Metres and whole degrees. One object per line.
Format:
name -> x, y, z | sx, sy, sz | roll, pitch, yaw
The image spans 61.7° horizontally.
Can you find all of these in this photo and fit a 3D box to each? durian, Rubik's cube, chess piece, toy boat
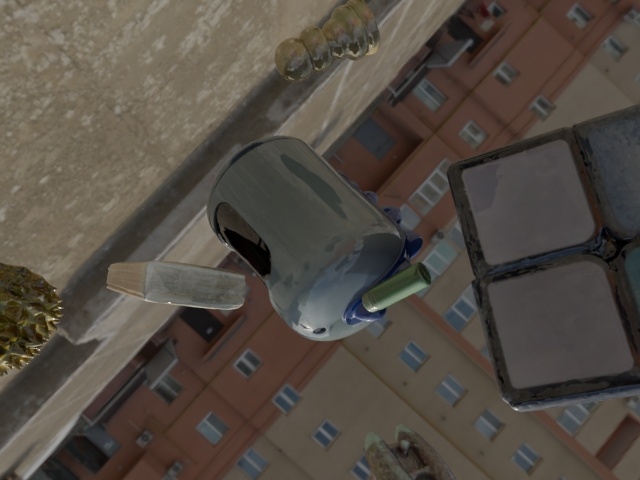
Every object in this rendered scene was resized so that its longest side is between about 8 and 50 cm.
durian -> -0.449, 0.101, 0.724 | 0.132, 0.182, 0.165 | 8, -142, 44
Rubik's cube -> 0.375, 0.032, 0.715 | 0.318, 0.313, 0.316 | -16, 164, 20
chess piece -> 0.006, -0.316, 0.880 | 0.170, 0.094, 0.094 | -32, 178, -10
toy boat -> 0.187, 0.444, 1.019 | 0.155, 0.227, 0.085 | 4, 123, -35

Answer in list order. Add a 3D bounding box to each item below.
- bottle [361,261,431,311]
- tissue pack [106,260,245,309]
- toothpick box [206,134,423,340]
bottle -> 0.087, 0.056, 0.623 | 0.083, 0.030, 0.030 | -33, -172, 29
tissue pack -> -0.274, 0.077, 0.975 | 0.325, 0.170, 0.071 | -4, -101, 60
toothpick box -> 0.000, 0.000, 0.880 | 0.263, 0.355, 0.263 | -25, 140, -23
